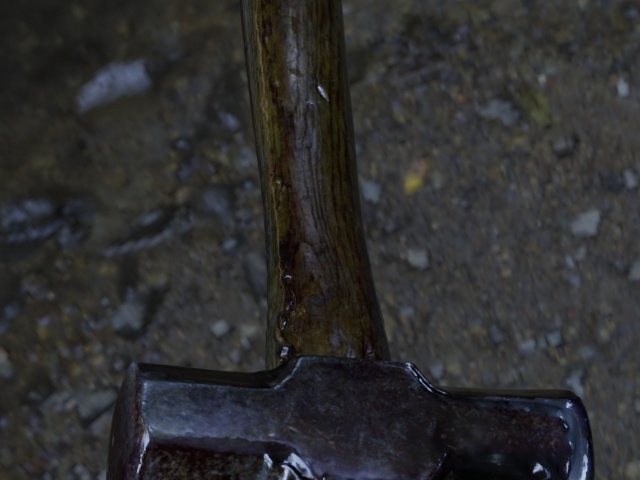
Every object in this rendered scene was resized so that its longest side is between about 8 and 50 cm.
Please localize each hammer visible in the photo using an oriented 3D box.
[{"bbox_3d":[0.000,0.000,0.977,0.242,0.095,0.409,4,49,-13],"label":"hammer"}]
